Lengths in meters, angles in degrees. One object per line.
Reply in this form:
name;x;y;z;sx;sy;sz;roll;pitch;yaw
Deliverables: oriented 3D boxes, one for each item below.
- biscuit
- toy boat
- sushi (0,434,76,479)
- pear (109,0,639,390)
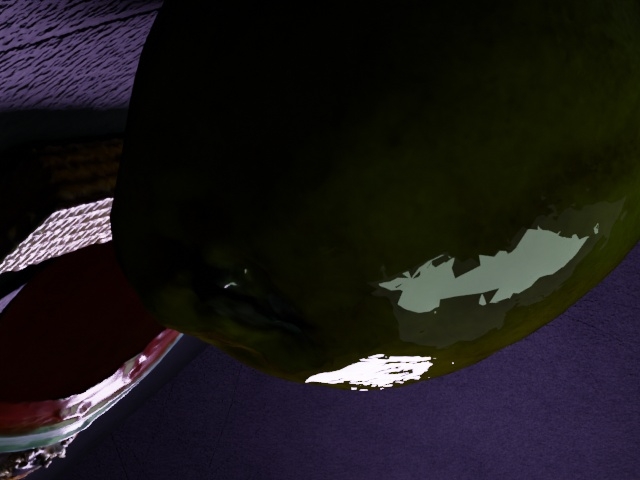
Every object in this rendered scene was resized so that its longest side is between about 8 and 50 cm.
biscuit;-0.169;-0.040;0.931;0.094;0.054;0.378;-41;176;18
toy boat;-0.227;0.089;1.112;0.332;0.145;0.133;-42;170;-36
sushi;-0.459;0.321;1.791;0.226;0.097;0.103;-43;173;-1
pear;0.053;-0.078;0.726;0.413;0.352;0.352;-28;168;-44
